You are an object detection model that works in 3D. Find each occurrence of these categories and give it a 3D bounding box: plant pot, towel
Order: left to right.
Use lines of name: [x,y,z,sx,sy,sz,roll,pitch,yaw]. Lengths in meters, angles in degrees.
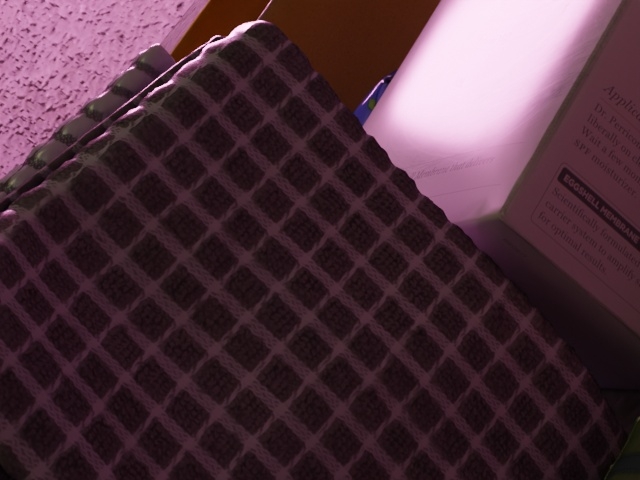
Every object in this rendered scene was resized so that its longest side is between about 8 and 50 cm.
towel: [-0.028,0.071,0.581,0.235,0.283,0.121,-46,10,-29]
plant pot: [0.018,-0.139,1.082,0.212,0.187,0.212,-55,19,-10]

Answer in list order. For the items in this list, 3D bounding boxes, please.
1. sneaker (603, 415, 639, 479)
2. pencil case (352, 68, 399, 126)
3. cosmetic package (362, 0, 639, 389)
sneaker: [0.136,0.110,0.548,0.192,0.064,0.086,-48,11,10]
pencil case: [0.000,0.000,0.963,0.306,0.133,0.119,-34,66,45]
cosmetic package: [0.128,-0.053,0.741,0.224,0.138,0.224,-57,19,-19]
